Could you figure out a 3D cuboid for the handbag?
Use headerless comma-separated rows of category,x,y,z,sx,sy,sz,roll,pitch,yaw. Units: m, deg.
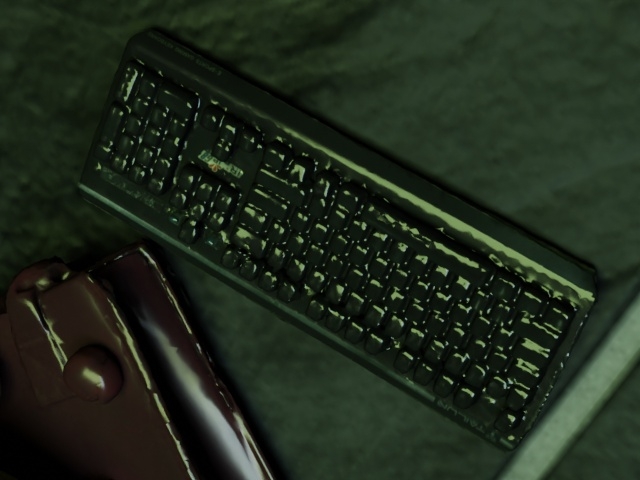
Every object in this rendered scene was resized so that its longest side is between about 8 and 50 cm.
handbag,-0.123,0.123,0.713,0.203,0.074,0.216,-24,97,31

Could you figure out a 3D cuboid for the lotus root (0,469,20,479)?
lotus root,-0.214,0.126,0.666,0.258,0.097,0.110,14,110,19

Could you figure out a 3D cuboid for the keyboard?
keyboard,0.000,0.000,0.633,0.230,0.025,0.094,29,117,14
